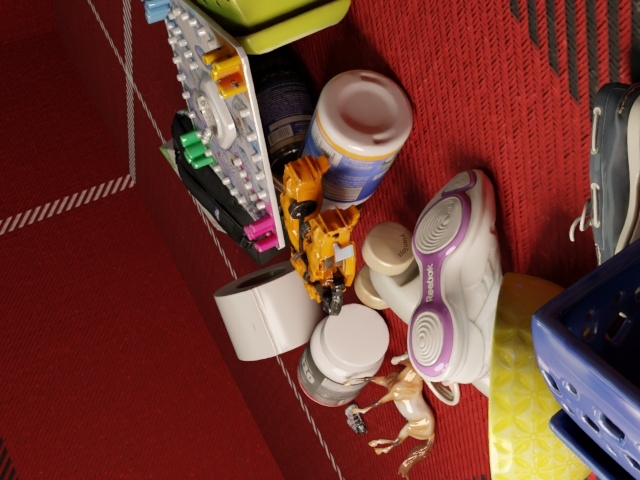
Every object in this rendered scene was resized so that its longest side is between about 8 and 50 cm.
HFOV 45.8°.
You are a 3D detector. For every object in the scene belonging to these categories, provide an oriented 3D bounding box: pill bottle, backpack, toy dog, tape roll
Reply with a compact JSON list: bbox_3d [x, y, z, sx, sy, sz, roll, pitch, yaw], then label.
[{"bbox_3d":[0.044,-0.148,1.267,0.152,0.152,0.272,61,159,15],"label":"pill bottle"},{"bbox_3d":[-0.193,-0.169,1.712,0.356,0.273,0.290,29,141,26],"label":"backpack"},{"bbox_3d":[0.202,0.092,1.208,0.333,0.161,0.220,52,156,-4],"label":"toy dog"},{"bbox_3d":[-0.066,-0.242,1.445,0.123,0.123,0.219,121,135,-65],"label":"pill bottle"},{"bbox_3d":[0.048,0.250,1.652,0.161,0.161,0.283,59,157,19],"label":"pill bottle"},{"bbox_3d":[-0.116,0.164,1.835,0.246,0.246,0.169,1,113,67],"label":"tape roll"}]

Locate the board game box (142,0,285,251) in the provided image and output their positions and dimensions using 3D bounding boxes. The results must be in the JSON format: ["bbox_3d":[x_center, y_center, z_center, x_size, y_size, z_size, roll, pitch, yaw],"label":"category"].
[{"bbox_3d":[-0.195,-0.220,1.336,0.390,0.050,0.389,47,155,45],"label":"board game box"}]

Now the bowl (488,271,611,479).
[{"bbox_3d":[0.306,0.186,0.945,0.156,0.289,0.289,1,122,19],"label":"bowl"}]

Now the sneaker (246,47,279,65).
[{"bbox_3d":[-0.213,-0.417,1.610,0.341,0.140,0.125,14,127,65],"label":"sneaker"}]

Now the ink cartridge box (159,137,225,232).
[{"bbox_3d":[-0.278,-0.158,1.973,0.272,0.115,0.198,57,165,-21],"label":"ink cartridge box"}]

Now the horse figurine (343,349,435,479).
[{"bbox_3d":[0.163,0.347,1.531,0.066,0.175,0.263,-77,-36,-74],"label":"horse figurine"}]

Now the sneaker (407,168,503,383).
[{"bbox_3d":[0.206,0.053,1.078,0.114,0.152,0.305,-2,74,51],"label":"sneaker"}]

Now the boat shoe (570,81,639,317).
[{"bbox_3d":[0.321,-0.041,0.804,0.079,0.095,0.254,30,137,54],"label":"boat shoe"}]

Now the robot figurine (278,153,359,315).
[{"bbox_3d":[0.000,0.000,1.244,0.291,0.085,0.211,89,155,-62],"label":"robot figurine"}]

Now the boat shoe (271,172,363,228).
[{"bbox_3d":[-0.017,-0.085,1.489,0.207,0.073,0.073,31,143,11],"label":"boat shoe"}]

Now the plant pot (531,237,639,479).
[{"bbox_3d":[0.364,0.147,0.728,0.236,0.236,0.212,43,156,44],"label":"plant pot"}]

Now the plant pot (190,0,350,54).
[{"bbox_3d":[-0.096,-0.424,1.226,0.228,0.227,0.207,28,141,60],"label":"plant pot"}]

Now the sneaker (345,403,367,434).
[{"bbox_3d":[0.097,0.461,1.930,0.069,0.038,0.098,48,162,36],"label":"sneaker"}]
